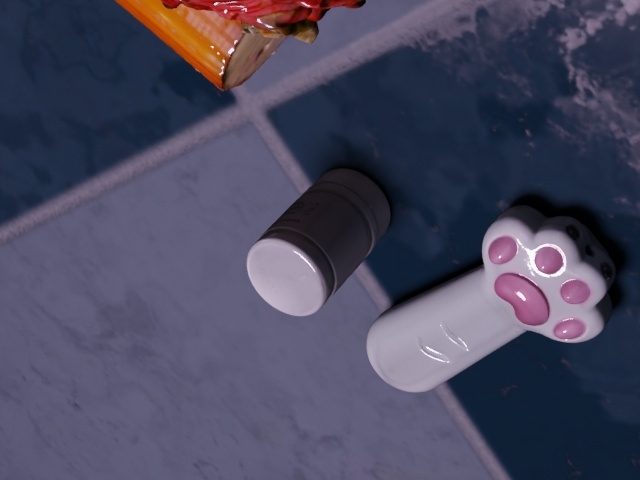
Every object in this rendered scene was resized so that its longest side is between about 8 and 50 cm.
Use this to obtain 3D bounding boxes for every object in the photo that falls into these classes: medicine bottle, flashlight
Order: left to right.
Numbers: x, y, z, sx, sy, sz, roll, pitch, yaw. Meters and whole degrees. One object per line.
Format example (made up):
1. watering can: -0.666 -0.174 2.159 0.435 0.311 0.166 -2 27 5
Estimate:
1. medicine bottle: 0.000 0.000 0.907 0.058 0.091 0.058 19 132 23
2. flashlight: 0.099 0.047 0.904 0.093 0.047 0.200 49 136 -7

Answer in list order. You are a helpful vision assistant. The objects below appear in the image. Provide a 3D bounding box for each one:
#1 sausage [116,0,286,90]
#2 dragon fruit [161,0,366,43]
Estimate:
1. sausage: -0.146 -0.221 0.844 0.312 0.093 0.093 40 137 4
2. dragon fruit: -0.031 -0.202 0.711 0.172 0.172 0.210 17 106 25
